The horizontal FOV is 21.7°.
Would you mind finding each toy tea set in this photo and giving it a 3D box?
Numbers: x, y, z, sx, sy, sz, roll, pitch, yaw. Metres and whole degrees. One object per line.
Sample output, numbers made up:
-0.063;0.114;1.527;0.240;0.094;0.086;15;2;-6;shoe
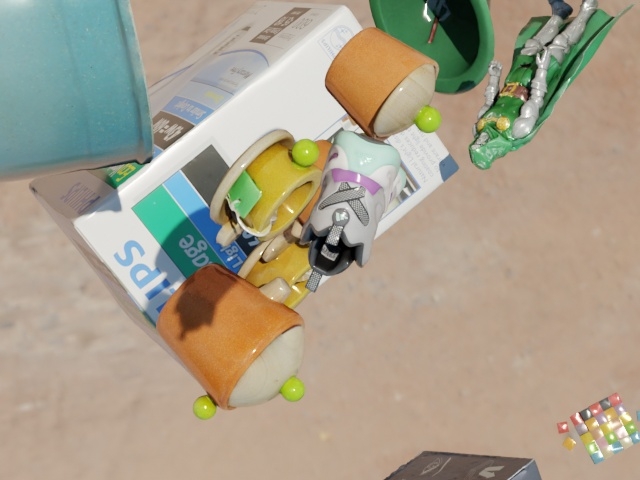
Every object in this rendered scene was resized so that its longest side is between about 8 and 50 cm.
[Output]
0.000;0.000;1.274;0.200;0.124;0.336;-36;161;-42;toy tea set

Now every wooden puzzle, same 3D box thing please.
0.259;0.171;1.521;0.083;0.049;0.006;-28;175;2;wooden puzzle

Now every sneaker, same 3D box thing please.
0.009;-0.009;0.742;0.038;0.069;0.098;20;176;8;sneaker

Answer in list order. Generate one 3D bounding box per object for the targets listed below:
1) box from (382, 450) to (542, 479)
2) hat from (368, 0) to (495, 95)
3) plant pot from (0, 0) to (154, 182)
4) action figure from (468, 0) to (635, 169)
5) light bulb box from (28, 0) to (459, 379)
0.121;0.286;1.652;0.156;0.158;0.093;-30;107;-38;box
0.170;-0.289;1.844;0.183;0.173;0.208;-32;105;-37;hat
-0.287;-0.160;1.292;0.255;0.271;0.271;-15;138;-10;plant pot
0.209;-0.160;1.673;0.137;0.232;0.063;-6;135;50;action figure
-0.099;-0.069;1.850;0.361;0.358;0.225;-40;107;-9;light bulb box
